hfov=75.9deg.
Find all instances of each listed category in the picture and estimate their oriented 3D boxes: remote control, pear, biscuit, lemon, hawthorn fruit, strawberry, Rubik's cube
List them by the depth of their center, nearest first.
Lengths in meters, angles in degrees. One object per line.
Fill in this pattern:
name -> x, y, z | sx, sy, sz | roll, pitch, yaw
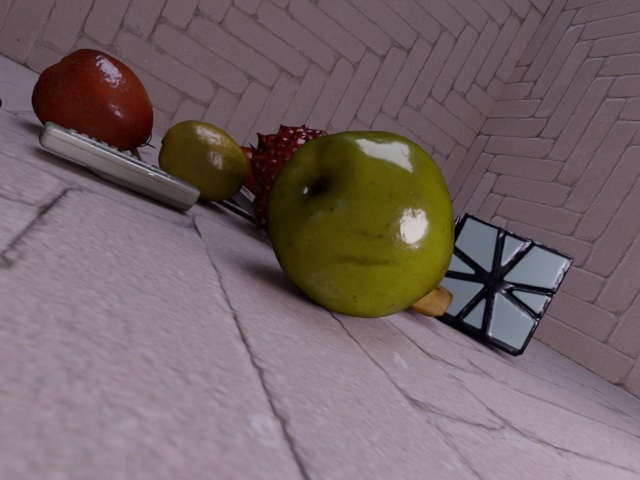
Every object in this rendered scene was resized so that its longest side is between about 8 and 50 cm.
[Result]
pear -> 0.066, -0.018, 0.581 | 0.253, 0.252, 0.307 | 32, 4, 35
remote control -> -0.303, -0.109, 0.635 | 0.230, 0.049, 0.090 | 25, 6, -37
hawthorn fruit -> -0.402, -0.230, 0.765 | 0.225, 0.197, 0.196 | 53, -1, -14
lemon -> -0.252, -0.169, 0.896 | 0.207, 0.169, 0.170 | 29, 3, -43
strawberry -> 0.018, -0.109, 0.911 | 0.344, 0.291, 0.292 | 10, 5, 0
biscuit -> 0.156, 0.087, 0.913 | 0.274, 0.091, 0.213 | 31, 3, 15
Rubik's cube -> 0.457, 0.109, 1.128 | 0.294, 0.288, 0.283 | 29, 8, 20

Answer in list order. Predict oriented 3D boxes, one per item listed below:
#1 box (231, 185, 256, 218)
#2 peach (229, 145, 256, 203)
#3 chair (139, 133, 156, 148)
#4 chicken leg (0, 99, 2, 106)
box -> -0.210, -0.123, 1.072 | 0.247, 0.033, 0.129 | 42, 5, 0
peach -> -0.247, -0.179, 1.242 | 0.196, 0.227, 0.189 | 77, -2, -51
chair -> -0.551, -0.319, 1.231 | 0.095, 0.104, 0.221 | 45, -2, -14
chicken leg -> -0.430, -0.157, 0.445 | 0.106, 0.051, 0.253 | 20, 8, -17
